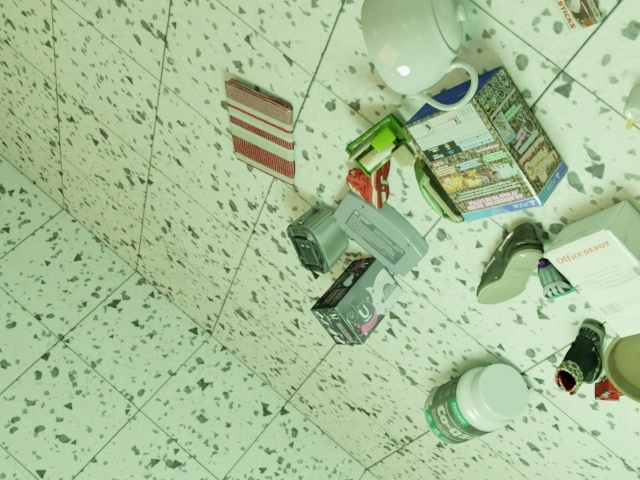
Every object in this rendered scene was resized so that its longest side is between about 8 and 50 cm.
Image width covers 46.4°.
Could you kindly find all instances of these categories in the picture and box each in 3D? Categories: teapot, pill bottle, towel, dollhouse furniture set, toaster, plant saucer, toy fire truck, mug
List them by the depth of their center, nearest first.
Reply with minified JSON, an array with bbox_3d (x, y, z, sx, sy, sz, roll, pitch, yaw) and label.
[{"bbox_3d":[0.620,-0.253,1.449,0.062,0.064,0.078,8,134,43],"label":"mug"},{"bbox_3d":[0.216,-0.432,1.554,0.187,0.252,0.256,-15,138,30],"label":"teapot"},{"bbox_3d":[0.838,0.301,1.819,0.278,0.041,0.277,13,129,17],"label":"plant saucer"},{"bbox_3d":[0.209,-0.146,1.879,0.151,0.197,0.301,-38,103,20],"label":"dollhouse furniture set"},{"bbox_3d":[0.823,0.397,2.002,0.135,0.047,0.192,6,158,6],"label":"toy fire truck"},{"bbox_3d":[-0.176,-0.328,2.294,0.237,0.037,0.329,28,148,20],"label":"towel"},{"bbox_3d":[0.000,0.000,2.380,0.129,0.146,0.226,11,136,43],"label":"toaster"},{"bbox_3d":[0.496,0.523,2.399,0.204,0.204,0.361,41,149,3],"label":"pill bottle"}]

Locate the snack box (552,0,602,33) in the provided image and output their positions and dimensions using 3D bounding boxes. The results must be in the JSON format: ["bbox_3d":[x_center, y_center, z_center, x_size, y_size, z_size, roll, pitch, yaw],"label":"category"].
[{"bbox_3d":[0.458,-0.477,1.401,0.064,0.022,0.178,-9,122,54],"label":"snack box"}]

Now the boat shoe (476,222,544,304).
[{"bbox_3d":[0.499,0.069,1.974,0.112,0.095,0.335,6,151,-7],"label":"boat shoe"}]

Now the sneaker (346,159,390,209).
[{"bbox_3d":[0.122,-0.186,2.078,0.128,0.087,0.221,26,144,24],"label":"sneaker"}]

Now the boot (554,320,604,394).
[{"bbox_3d":[0.685,0.346,1.991,0.085,0.178,0.236,21,143,33],"label":"boot"}]

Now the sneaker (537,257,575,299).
[{"bbox_3d":[0.582,0.088,1.848,0.083,0.224,0.098,-22,77,17],"label":"sneaker"}]

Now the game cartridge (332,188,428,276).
[{"bbox_3d":[0.179,-0.029,2.235,0.294,0.060,0.196,41,152,4],"label":"game cartridge"}]

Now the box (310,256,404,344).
[{"bbox_3d":[0.121,0.194,2.380,0.163,0.247,0.142,53,149,-17],"label":"box"}]

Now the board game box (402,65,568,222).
[{"bbox_3d":[0.374,-0.210,1.705,0.291,0.141,0.232,53,148,-16],"label":"board game box"}]

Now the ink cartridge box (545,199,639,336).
[{"bbox_3d":[0.692,0.068,1.705,0.283,0.117,0.207,46,149,-6],"label":"ink cartridge box"}]
